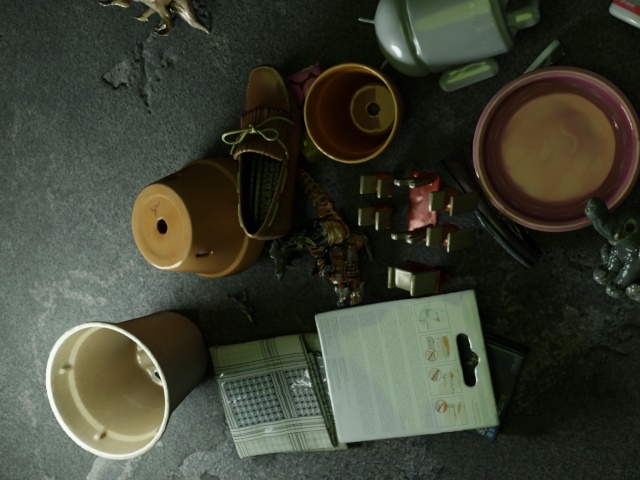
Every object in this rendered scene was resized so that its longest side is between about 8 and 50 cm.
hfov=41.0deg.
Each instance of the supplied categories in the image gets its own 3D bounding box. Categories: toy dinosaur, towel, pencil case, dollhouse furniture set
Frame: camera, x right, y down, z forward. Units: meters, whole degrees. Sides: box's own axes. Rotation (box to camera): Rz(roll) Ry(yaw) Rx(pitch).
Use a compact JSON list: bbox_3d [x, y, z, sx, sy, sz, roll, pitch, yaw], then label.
[{"bbox_3d":[-0.377,-0.597,1.987,0.295,0.127,0.200,29,103,7],"label":"toy dinosaur"},{"bbox_3d":[-0.104,0.389,2.122,0.324,0.056,0.312,-11,97,22],"label":"towel"},{"bbox_3d":[-0.201,0.165,2.122,0.082,0.047,0.090,20,119,35],"label":"toy dinosaur"},{"bbox_3d":[0.000,0.000,1.978,0.218,0.164,0.322,-16,76,9],"label":"toy dinosaur"},{"bbox_3d":[-0.069,-0.330,1.941,0.209,0.095,0.098,-18,125,22],"label":"pencil case"},{"bbox_3d":[0.221,-0.021,1.858,0.262,0.135,0.259,17,112,45],"label":"dollhouse furniture set"}]

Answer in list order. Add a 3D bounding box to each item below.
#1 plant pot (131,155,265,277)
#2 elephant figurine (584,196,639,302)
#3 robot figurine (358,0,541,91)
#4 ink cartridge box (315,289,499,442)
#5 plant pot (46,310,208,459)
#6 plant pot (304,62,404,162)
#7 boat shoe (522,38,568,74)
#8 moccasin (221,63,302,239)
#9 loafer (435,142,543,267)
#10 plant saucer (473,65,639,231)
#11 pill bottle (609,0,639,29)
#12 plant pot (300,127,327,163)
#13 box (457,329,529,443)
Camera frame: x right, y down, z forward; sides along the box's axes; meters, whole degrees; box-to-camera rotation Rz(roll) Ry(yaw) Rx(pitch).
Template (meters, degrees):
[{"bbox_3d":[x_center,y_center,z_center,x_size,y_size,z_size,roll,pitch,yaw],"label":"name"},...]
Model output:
[{"bbox_3d":[-0.297,-0.043,1.986,0.290,0.203,0.291,8,104,36],"label":"plant pot"},{"bbox_3d":[0.626,-0.007,1.676,0.169,0.186,0.239,20,136,33],"label":"elephant figurine"},{"bbox_3d":[0.260,-0.451,1.729,0.353,0.200,0.300,-14,113,23],"label":"robot figurine"},{"bbox_3d":[0.199,0.285,1.950,0.384,0.091,0.308,-11,88,21],"label":"ink cartridge box"},{"bbox_3d":[-0.439,0.320,2.098,0.333,0.305,0.334,4,102,20],"label":"plant pot"},{"bbox_3d":[0.093,-0.277,1.835,0.205,0.188,0.205,4,102,20],"label":"plant pot"},{"bbox_3d":[0.450,-0.348,1.762,0.040,0.049,0.142,43,110,7],"label":"boat shoe"},{"bbox_3d":[-0.128,-0.192,1.855,0.139,0.147,0.380,8,93,21],"label":"moccasin"},{"bbox_3d":[0.374,-0.077,1.820,0.095,0.109,0.302,-44,81,18],"label":"loafer"},{"bbox_3d":[0.479,-0.185,1.744,0.332,0.084,0.332,1,95,12],"label":"plant saucer"},{"bbox_3d":[0.678,-0.515,1.579,0.161,0.161,0.283,32,110,12],"label":"pill bottle"},{"bbox_3d":[-0.014,-0.225,1.944,0.081,0.083,0.081,-34,88,24],"label":"plant pot"},{"bbox_3d":[0.346,0.318,1.935,0.183,0.059,0.233,21,108,17],"label":"box"}]
